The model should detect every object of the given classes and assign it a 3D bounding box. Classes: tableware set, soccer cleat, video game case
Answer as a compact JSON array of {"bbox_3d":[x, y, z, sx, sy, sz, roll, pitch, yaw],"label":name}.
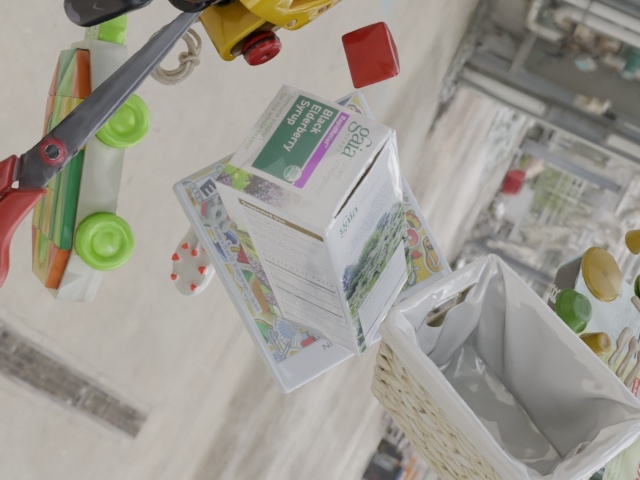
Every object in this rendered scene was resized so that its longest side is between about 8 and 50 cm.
[{"bbox_3d":[0.251,0.044,0.847,0.024,0.104,0.154,-25,-163,51],"label":"tableware set"},{"bbox_3d":[-0.152,-0.013,1.380,0.076,0.068,0.196,-25,136,-60],"label":"soccer cleat"},{"bbox_3d":[0.000,0.000,0.972,0.206,0.227,0.026,-29,-175,-13],"label":"video game case"}]

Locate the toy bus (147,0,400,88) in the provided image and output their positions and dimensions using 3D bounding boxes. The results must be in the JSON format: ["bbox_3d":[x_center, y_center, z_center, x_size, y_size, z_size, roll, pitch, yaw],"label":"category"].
[{"bbox_3d":[-0.036,-0.189,0.636,0.104,0.191,0.202,-3,107,-70],"label":"toy bus"}]

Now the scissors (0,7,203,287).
[{"bbox_3d":[-0.183,-0.039,0.662,0.297,0.109,0.021,-29,-171,0],"label":"scissors"}]

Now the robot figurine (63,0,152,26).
[{"bbox_3d":[-0.199,-0.309,0.832,0.209,0.278,0.173,50,57,-34],"label":"robot figurine"}]

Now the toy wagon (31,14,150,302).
[{"bbox_3d":[-0.247,-0.114,1.063,0.267,0.068,0.344,-160,-103,-65],"label":"toy wagon"}]

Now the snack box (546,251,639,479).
[{"bbox_3d":[0.333,0.188,1.201,0.060,0.187,0.322,-41,-164,51],"label":"snack box"}]

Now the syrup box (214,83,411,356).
[{"bbox_3d":[0.004,-0.006,0.779,0.093,0.096,0.237,-58,158,-20],"label":"syrup box"}]

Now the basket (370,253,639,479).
[{"bbox_3d":[0.126,0.114,0.718,0.113,0.167,0.103,-27,152,-26],"label":"basket"}]
